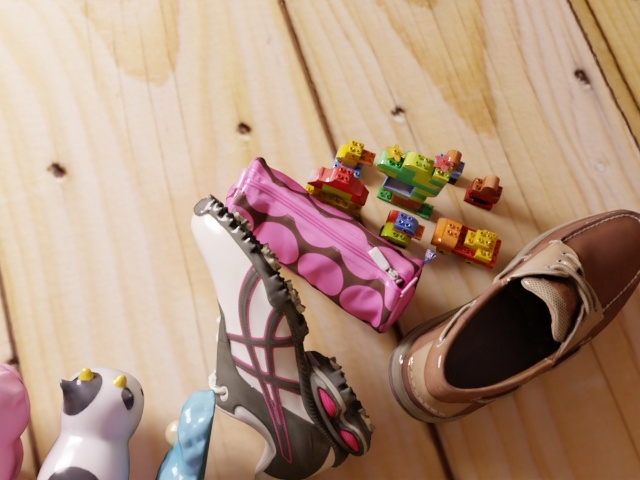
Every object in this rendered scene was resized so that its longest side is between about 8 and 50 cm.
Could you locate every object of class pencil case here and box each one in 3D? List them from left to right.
[{"bbox_3d":[0.000,0.000,0.813,0.209,0.098,0.095,31,85,5],"label":"pencil case"}]

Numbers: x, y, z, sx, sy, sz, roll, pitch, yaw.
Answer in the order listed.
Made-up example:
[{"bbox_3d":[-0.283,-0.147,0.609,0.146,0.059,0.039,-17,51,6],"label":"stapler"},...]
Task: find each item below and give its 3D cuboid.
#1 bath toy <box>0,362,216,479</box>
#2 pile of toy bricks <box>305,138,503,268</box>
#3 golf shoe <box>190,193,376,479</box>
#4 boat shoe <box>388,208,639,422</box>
[{"bbox_3d":[-0.266,0.161,0.689,0.348,0.129,0.151,7,44,-7],"label":"bath toy"},{"bbox_3d":[0.100,-0.058,0.850,0.212,0.105,0.118,21,67,-2],"label":"pile of toy bricks"},{"bbox_3d":[-0.059,0.092,0.742,0.120,0.105,0.273,-29,93,-1],"label":"golf shoe"},{"bbox_3d":[0.217,0.069,0.808,0.324,0.116,0.123,-35,86,-19],"label":"boat shoe"}]
